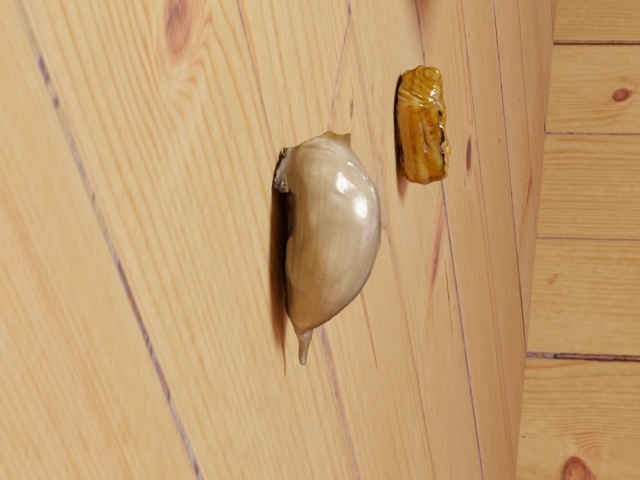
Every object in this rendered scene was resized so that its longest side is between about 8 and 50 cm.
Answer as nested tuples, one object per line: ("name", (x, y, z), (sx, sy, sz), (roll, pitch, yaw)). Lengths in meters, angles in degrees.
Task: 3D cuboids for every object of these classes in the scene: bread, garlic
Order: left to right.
("garlic", (0.007, 0.000, 1.167), (0.084, 0.066, 0.152), (56, 34, -74))
("bread", (0.095, -0.106, 1.651), (0.083, 0.044, 0.110), (-67, 154, -64))
